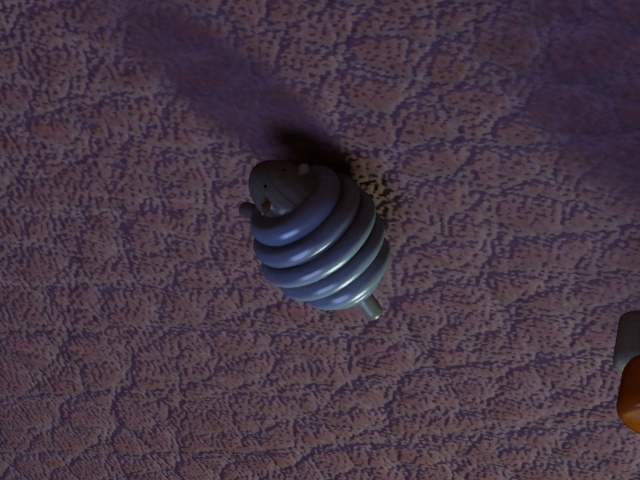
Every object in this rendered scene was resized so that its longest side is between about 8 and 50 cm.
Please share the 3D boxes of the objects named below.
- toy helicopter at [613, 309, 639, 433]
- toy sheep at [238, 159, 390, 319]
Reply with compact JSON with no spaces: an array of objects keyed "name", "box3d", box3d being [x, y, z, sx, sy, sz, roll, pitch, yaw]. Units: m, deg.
[{"name":"toy helicopter","box3d":[0.286,0.088,1.082,0.235,0.140,0.355,11,161,6]},{"name":"toy sheep","box3d":[0.000,0.000,1.152,0.091,0.091,0.132,-9,132,46]}]
